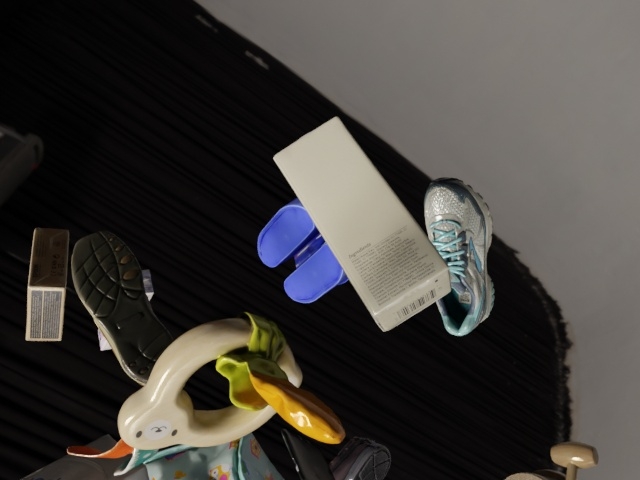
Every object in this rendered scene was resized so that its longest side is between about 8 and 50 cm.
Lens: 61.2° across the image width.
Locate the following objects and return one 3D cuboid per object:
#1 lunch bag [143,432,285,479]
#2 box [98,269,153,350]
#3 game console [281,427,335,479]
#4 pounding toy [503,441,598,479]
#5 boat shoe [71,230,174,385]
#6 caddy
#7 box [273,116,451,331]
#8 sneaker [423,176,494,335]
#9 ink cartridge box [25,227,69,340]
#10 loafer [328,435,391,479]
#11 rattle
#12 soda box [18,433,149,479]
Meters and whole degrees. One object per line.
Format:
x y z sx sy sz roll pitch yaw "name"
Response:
-0.180 0.417 0.782 0.262 0.223 0.160 -22 31 3 "lunch bag"
-0.479 0.175 1.316 0.324 0.067 0.063 -49 52 46 "box"
-0.020 0.286 0.605 0.107 0.071 0.122 -60 -34 -18 "game console"
0.327 0.429 0.798 0.154 0.155 0.269 -9 72 51 "pounding toy"
-0.385 0.140 1.045 0.122 0.324 0.120 -21 -17 -27 "boat shoe"
0.000 0.000 1.343 0.179 0.241 0.341 -33 -5 -39 "caddy"
0.052 -0.026 0.723 0.113 0.275 0.094 -31 -27 2 "box"
0.235 0.033 0.924 0.110 0.283 0.122 -6 19 34 "sneaker"
-0.707 0.112 1.404 0.193 0.088 0.235 -68 31 32 "ink cartridge box"
0.017 0.522 1.086 0.302 0.109 0.095 -41 28 -24 "loafer"
-0.094 0.161 0.422 0.199 0.143 0.130 -30 -36 -12 "rattle"
-0.294 0.296 0.480 0.091 0.098 0.286 9 21 44 "soda box"
